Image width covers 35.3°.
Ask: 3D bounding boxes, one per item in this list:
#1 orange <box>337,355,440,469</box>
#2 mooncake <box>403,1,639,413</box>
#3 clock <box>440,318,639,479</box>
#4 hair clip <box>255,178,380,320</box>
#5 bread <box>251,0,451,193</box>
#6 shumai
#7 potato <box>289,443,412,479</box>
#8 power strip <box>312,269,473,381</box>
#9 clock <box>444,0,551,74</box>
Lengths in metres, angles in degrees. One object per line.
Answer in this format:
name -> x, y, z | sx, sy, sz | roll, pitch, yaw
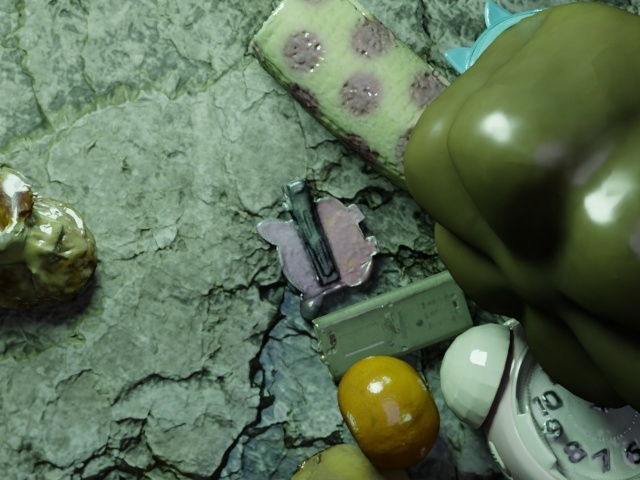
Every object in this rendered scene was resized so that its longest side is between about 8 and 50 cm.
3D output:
orange -> 0.093, 0.226, 1.339 | 0.124, 0.156, 0.156 | -28, 86, -9
mooncake -> 0.310, -0.024, 1.141 | 0.262, 0.467, 0.467 | -44, 89, -14
clock -> 0.364, 0.219, 1.369 | 0.342, 0.184, 0.326 | -27, 81, -15
hair clip -> -0.001, -0.001, 1.420 | 0.146, 0.056, 0.187 | -27, 97, -6
bread -> 0.066, -0.203, 1.388 | 0.338, 0.187, 0.155 | 39, 82, -1
shumai -> -0.403, 0.002, 1.322 | 0.209, 0.153, 0.161 | 20, 73, 0
potato -> 0.040, 0.425, 1.333 | 0.239, 0.116, 0.299 | 25, 81, -7
power strip -> 0.118, 0.112, 1.414 | 0.268, 0.034, 0.092 | -20, 97, -9
clock -> 0.316, -0.222, 1.468 | 0.274, 0.094, 0.223 | 41, 79, 2
